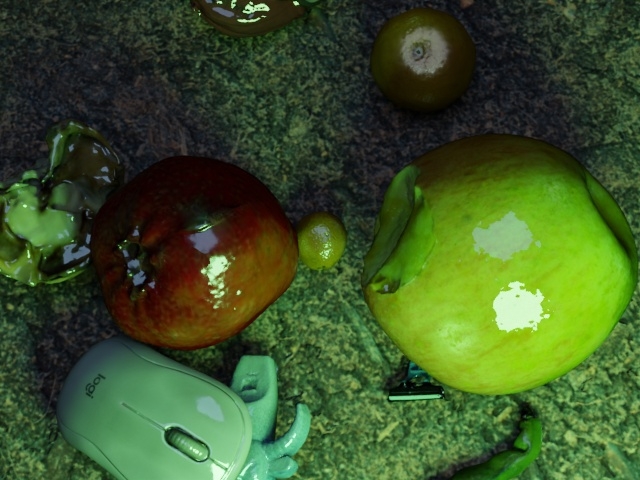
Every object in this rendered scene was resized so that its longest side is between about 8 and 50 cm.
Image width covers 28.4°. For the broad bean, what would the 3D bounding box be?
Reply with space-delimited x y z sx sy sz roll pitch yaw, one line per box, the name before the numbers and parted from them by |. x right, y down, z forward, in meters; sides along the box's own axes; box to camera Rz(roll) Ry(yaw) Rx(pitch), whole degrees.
broad bean | 0.228 0.301 1.676 0.195 0.046 0.061 -40 61 -16

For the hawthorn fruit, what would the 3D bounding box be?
hawthorn fruit | -0.153 0.010 1.701 0.265 0.307 0.265 9 107 32

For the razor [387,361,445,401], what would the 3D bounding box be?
razor | 0.135 0.102 1.756 0.082 0.042 0.253 -8 67 22

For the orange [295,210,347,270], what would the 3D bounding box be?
orange | 0.000 0.000 1.781 0.085 0.085 0.085 -1 70 3

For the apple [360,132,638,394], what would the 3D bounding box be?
apple | 0.232 0.025 1.613 0.339 0.339 0.340 -1 70 3

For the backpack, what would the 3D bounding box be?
backpack | -0.109 -0.410 1.907 0.229 0.139 0.229 2 81 -12

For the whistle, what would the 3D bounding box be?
whistle | -0.102 0.279 1.677 0.180 0.093 0.269 -3 68 22

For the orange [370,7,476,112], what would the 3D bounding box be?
orange | 0.150 -0.263 1.845 0.154 0.134 0.155 0 92 12

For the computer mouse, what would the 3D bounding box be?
computer mouse | -0.229 0.226 1.649 0.297 0.121 0.184 30 77 36

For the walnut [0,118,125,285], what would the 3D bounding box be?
walnut | -0.378 -0.039 1.784 0.238 0.141 0.204 -33 84 -9
